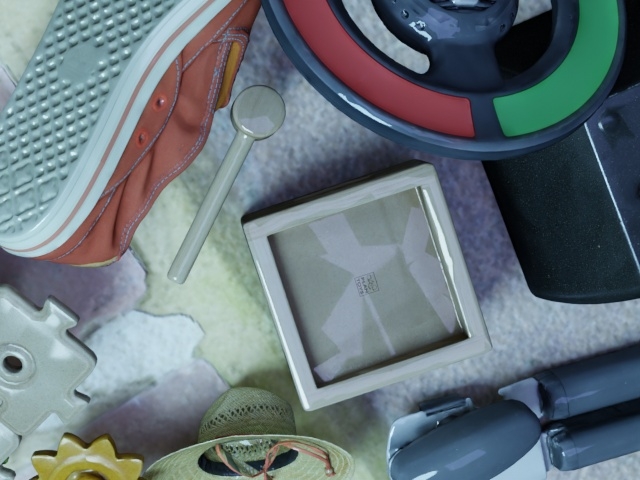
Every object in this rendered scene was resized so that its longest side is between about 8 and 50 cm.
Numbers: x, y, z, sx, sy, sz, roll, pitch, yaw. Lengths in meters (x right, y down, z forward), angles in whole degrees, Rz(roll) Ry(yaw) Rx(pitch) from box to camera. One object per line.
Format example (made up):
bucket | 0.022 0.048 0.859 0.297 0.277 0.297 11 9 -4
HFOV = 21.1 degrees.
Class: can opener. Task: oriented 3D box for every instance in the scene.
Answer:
can opener | 0.182 0.128 1.173 0.283 0.095 0.076 -15 104 -8

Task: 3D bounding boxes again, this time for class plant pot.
plant pot | 0.216 -0.063 1.106 0.187 0.167 0.188 -24 104 -7

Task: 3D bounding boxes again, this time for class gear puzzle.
gear puzzle | -0.233 0.070 1.079 0.339 0.044 0.175 40 113 -12

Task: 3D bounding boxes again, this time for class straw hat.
straw hat | -0.048 0.131 1.141 0.144 0.144 0.061 2 59 -12

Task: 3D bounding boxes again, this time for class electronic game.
electronic game | 0.073 -0.148 1.001 0.229 0.048 0.229 8 61 -15

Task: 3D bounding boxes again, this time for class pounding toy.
pounding toy | -0.011 -0.003 1.114 0.181 0.094 0.206 -18 95 -2

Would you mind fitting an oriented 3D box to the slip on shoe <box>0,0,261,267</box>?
slip on shoe | -0.095 -0.128 1.069 0.331 0.123 0.101 -60 144 -4
